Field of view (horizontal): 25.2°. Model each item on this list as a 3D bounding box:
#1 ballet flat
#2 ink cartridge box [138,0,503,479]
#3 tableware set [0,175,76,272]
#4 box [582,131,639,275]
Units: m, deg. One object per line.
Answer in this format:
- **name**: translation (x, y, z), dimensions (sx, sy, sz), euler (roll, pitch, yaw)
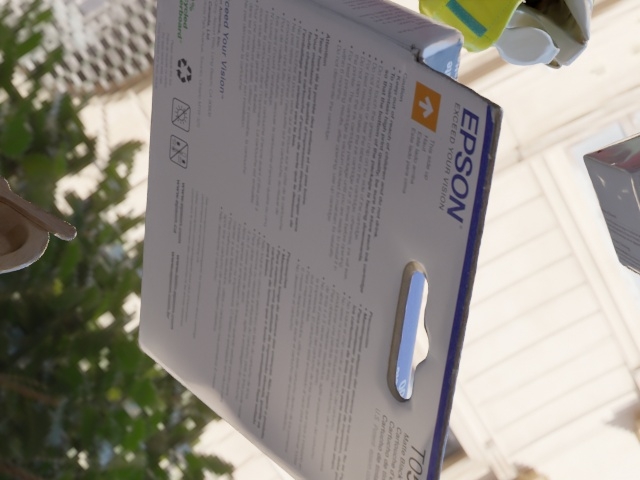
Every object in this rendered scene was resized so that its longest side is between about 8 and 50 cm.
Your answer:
- **ballet flat**: translation (0.143, -0.152, 0.979), dimensions (0.077, 0.077, 0.231), euler (-50, 160, 26)
- **ink cartridge box**: translation (0.000, 0.000, 0.624), dimensions (0.045, 0.223, 0.224), euler (-14, -146, -36)
- **tableware set**: translation (-0.191, -0.008, 0.578), dimensions (0.141, 0.020, 0.169), euler (33, -143, 21)
- **box**: translation (0.247, -0.031, 0.953), dimensions (0.101, 0.087, 0.102), euler (-22, -168, -3)
